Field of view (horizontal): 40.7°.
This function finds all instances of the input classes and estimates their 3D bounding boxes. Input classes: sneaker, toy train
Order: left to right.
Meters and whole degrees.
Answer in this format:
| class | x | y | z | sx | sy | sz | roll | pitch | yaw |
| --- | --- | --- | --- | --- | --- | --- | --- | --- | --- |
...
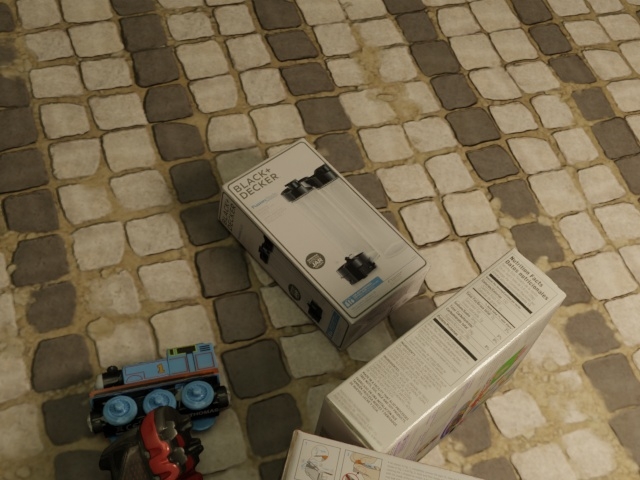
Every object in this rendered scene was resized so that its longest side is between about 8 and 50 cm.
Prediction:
| class | x | y | z | sx | sy | sz | roll | pitch | yaw |
| --- | --- | --- | --- | --- | --- | --- | --- | --- | --- |
| toy train | -0.211 | 0.199 | 1.122 | 0.184 | 0.080 | 0.105 | -9 | 48 | -12 |
| sneaker | -0.181 | 0.343 | 1.021 | 0.135 | 0.097 | 0.276 | -25 | 80 | 7 |

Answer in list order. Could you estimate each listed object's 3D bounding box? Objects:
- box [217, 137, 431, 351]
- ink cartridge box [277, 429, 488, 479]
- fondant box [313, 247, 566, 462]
| class | x | y | z | sx | sy | sz | roll | pitch | yaw |
| --- | --- | --- | --- | --- | --- | --- | --- | --- | --- |
| box | 0.000 | 0.000 | 1.279 | 0.169 | 0.087 | 0.290 | -33 | 68 | -27 |
| ink cartridge box | 0.088 | 0.354 | 0.956 | 0.309 | 0.272 | 0.130 | 15 | 54 | -1 |
| fondant box | 0.139 | 0.184 | 1.092 | 0.330 | 0.238 | 0.096 | -33 | 66 | -26 |
